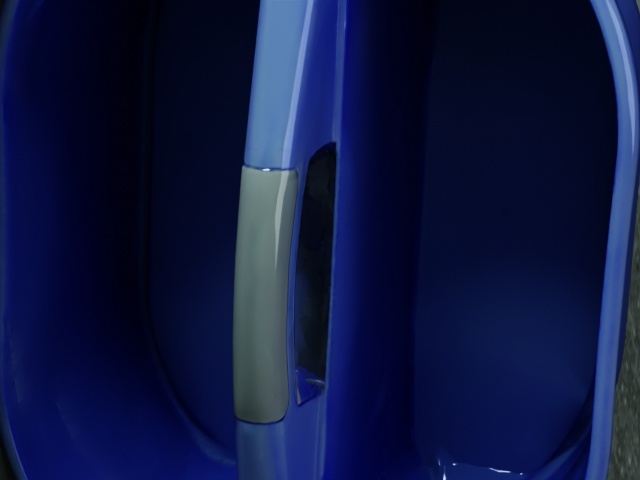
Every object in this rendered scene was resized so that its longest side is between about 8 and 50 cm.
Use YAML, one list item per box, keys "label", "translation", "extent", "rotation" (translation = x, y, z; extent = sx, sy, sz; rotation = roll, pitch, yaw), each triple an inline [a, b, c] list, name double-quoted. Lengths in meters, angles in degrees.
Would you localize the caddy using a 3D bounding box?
- label: "caddy"
  translation: [0.000, 0.000, 0.743]
  extent: [0.179, 0.241, 0.341]
  rotation: [-42, 137, -69]
